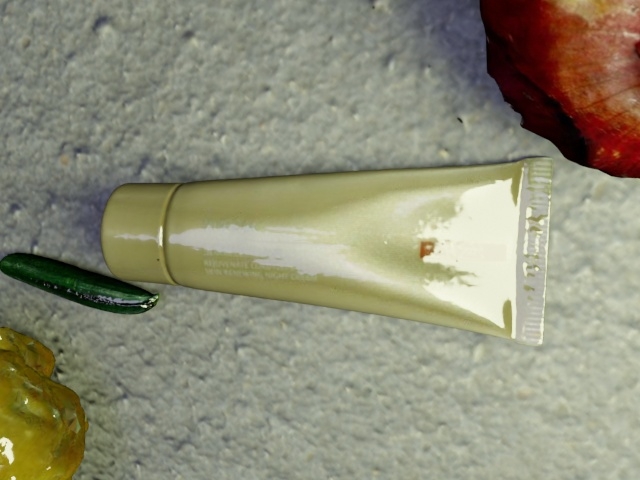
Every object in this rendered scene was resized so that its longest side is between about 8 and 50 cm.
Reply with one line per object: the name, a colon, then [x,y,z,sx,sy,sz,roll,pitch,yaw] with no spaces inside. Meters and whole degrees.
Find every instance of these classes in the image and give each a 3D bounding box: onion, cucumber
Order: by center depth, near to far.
onion: [0.194,-0.133,0.345,0.252,0.219,0.252,14,136,14]
cucumber: [-0.234,0.041,0.649,0.184,0.036,0.033,15,115,19]

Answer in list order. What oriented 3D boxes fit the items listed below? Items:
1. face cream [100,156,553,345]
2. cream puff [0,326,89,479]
face cream: [0.000,0.000,0.537,0.341,0.084,0.137,3,91,13]
cream puff: [-0.336,0.191,0.606,0.196,0.244,0.244,-36,86,22]
